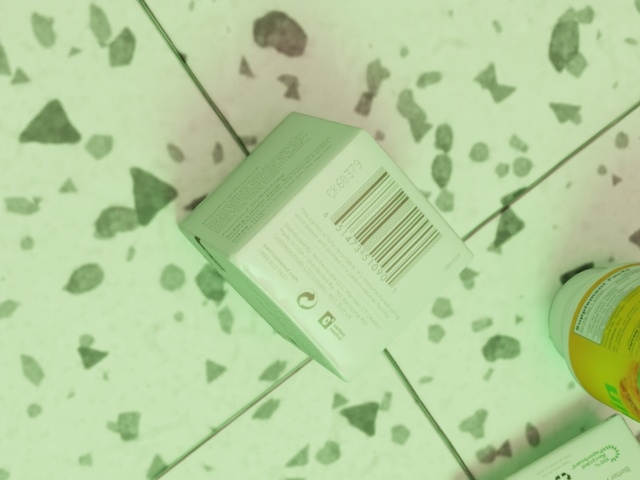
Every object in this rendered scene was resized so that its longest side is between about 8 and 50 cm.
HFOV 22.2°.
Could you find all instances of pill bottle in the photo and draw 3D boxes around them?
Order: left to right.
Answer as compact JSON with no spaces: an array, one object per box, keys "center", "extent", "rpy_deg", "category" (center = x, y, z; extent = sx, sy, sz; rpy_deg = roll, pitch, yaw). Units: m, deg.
[{"center":[0.299,0.094,1.446],"extent":[0.136,0.245,0.136],"rpy_deg":[-3,100,-16],"category":"pill bottle"}]

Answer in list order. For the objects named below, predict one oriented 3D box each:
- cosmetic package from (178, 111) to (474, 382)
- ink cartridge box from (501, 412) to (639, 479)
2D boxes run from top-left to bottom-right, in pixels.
[{"center":[0.000,0.000,1.370],"extent":[0.151,0.183,0.151],"rpy_deg":[-45,108,-8],"category":"cosmetic package"},{"center":[0.294,0.358,1.481],"extent":[0.175,0.069,0.371],"rpy_deg":[-29,70,-8],"category":"ink cartridge box"}]
